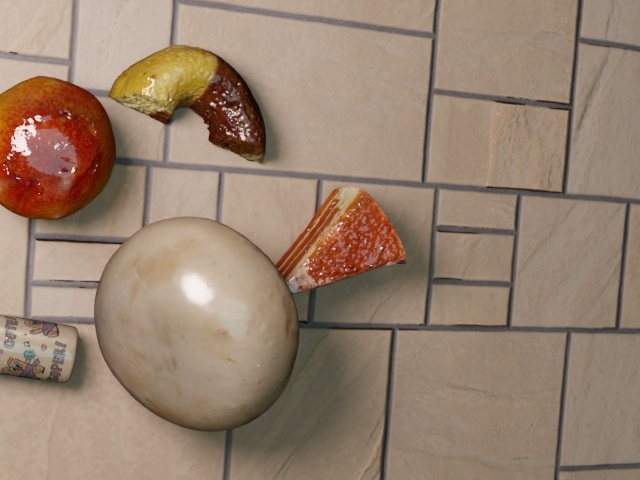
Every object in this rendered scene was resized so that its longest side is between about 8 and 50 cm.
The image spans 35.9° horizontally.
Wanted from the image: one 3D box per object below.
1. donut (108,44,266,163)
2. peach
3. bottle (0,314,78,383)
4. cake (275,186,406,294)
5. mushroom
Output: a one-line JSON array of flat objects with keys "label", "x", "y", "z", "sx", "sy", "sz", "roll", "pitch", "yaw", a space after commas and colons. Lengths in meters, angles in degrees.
[{"label": "donut", "x": -0.191, "y": -0.251, "z": 1.693, "sx": 0.295, "sy": 0.112, "sz": 0.151, "roll": 24, "pitch": 88, "yaw": -22}, {"label": "peach", "x": -0.430, "y": -0.142, "z": 1.552, "sx": 0.231, "sy": 0.231, "sz": 0.231, "roll": -2, "pitch": 95, "yaw": -21}, {"label": "bottle", "x": -0.506, "y": 0.173, "z": 1.606, "sx": 0.209, "sy": 0.110, "sz": 0.097, "roll": 11, "pitch": 97, "yaw": -22}, {"label": "cake", "x": 0.000, "y": 0.000, "z": 1.762, "sx": 0.262, "sy": 0.158, "sz": 0.160, "roll": -16, "pitch": 97, "yaw": -18}, {"label": "mushroom", "x": -0.190, "y": 0.128, "z": 1.630, "sx": 0.294, "sy": 0.362, "sz": 0.362, "roll": -34, "pitch": 109, "yaw": -53}]
